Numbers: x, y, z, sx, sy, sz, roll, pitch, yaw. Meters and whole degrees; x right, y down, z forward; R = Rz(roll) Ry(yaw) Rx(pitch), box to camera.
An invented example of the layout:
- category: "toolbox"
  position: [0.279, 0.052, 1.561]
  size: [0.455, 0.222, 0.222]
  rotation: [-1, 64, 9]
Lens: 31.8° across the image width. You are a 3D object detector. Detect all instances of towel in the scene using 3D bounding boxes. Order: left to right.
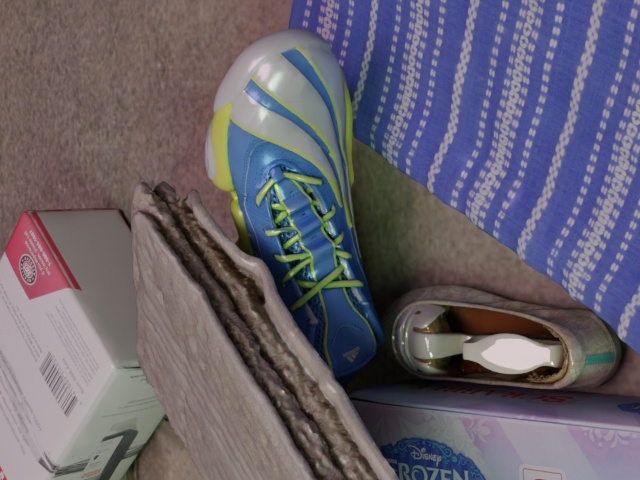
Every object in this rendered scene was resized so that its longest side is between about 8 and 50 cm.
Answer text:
- category: "towel"
  position: [-0.034, 0.109, 0.636]
  size: [0.282, 0.049, 0.187]
  rotation: [54, 154, 32]
- category: "towel"
  position: [0.092, -0.104, 0.557]
  size: [0.336, 0.040, 0.243]
  rotation: [39, 139, 35]

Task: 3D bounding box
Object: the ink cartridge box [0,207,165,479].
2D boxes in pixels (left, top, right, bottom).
- category: "ink cartridge box"
  position: [-0.202, 0.104, 0.883]
  size: [0.158, 0.092, 0.218]
  rotation: [54, 126, 26]

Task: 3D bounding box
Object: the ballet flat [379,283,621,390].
- category: "ballet flat"
  position: [0.083, 0.054, 0.622]
  size: [0.168, 0.052, 0.057]
  rotation: [-3, 92, 45]

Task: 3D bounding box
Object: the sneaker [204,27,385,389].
- category: "sneaker"
  position: [0.000, 0.000, 0.646]
  size: [0.126, 0.091, 0.240]
  rotation: [48, 150, 35]

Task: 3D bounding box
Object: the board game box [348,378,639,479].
- category: "board game box"
  position: [0.157, 0.238, 0.558]
  size: [0.319, 0.066, 0.317]
  rotation: [-1, 94, 45]
